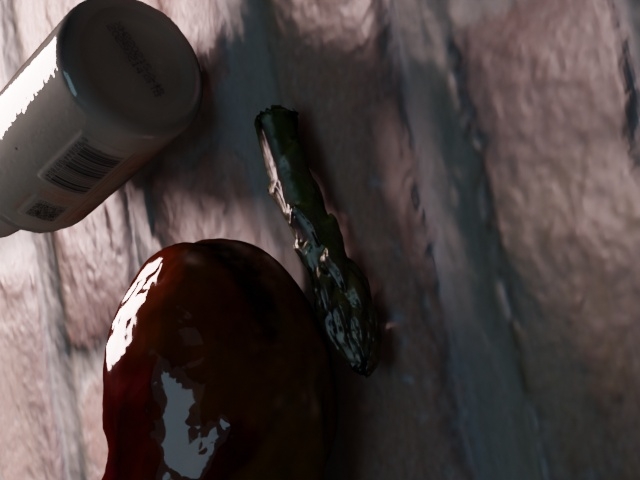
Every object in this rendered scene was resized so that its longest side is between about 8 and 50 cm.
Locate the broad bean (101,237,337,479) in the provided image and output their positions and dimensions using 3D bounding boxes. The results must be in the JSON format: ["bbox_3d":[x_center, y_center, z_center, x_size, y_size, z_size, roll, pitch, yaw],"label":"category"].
[{"bbox_3d":[-0.066,0.114,0.773,0.156,0.122,0.228,22,107,45],"label":"broad bean"}]

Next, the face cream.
[{"bbox_3d":[-0.181,-0.060,0.913,0.252,0.101,0.101,-33,68,47],"label":"face cream"}]

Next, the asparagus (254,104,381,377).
[{"bbox_3d":[0.000,0.000,0.754,0.036,0.030,0.165,-38,64,34],"label":"asparagus"}]
